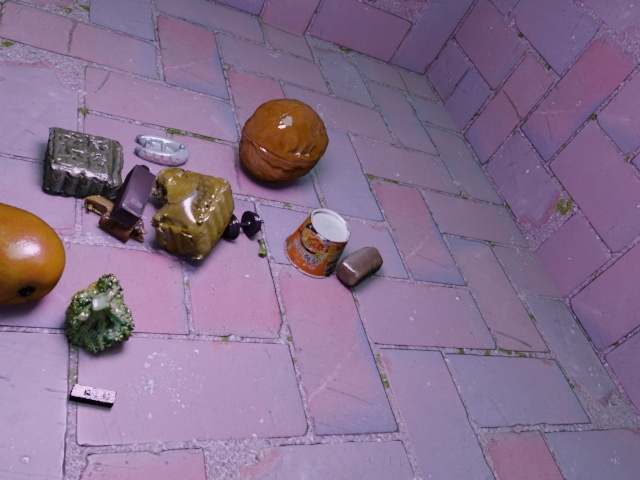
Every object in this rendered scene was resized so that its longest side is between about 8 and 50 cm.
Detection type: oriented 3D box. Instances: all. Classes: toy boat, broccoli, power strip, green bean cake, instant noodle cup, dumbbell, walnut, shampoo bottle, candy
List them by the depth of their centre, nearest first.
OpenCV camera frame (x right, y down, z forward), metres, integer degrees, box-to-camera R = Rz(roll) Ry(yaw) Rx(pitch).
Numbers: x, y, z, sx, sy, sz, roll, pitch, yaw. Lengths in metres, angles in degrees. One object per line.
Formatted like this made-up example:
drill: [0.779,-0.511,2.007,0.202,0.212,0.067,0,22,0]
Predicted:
power strip: [-0.580,0.395,1.448,0.111,0.029,0.038,17,41,-21]
broccoli: [-0.583,0.186,1.521,0.194,0.194,0.220,15,63,-23]
toy boat: [-0.669,-0.068,1.846,0.225,0.068,0.088,33,44,-4]
shampoo bottle: [-0.606,-0.157,1.852,0.080,0.079,0.246,36,36,-29]
green bean cake: [-0.465,-0.114,1.910,0.284,0.202,0.310,12,46,11]
green bean cake: [-0.791,-0.255,1.911,0.254,0.132,0.241,10,40,-28]
dumbbell: [-0.292,-0.057,2.085,0.208,0.099,0.099,-11,56,-42]
instant noodle cup: [0.000,0.000,2.172,0.230,0.182,0.230,21,39,-18]
toy boat: [-0.607,-0.356,2.191,0.207,0.079,0.134,14,40,-22]
candy: [0.157,0.101,2.244,0.104,0.102,0.234,45,40,14]
walnut: [-0.154,-0.406,2.345,0.307,0.354,0.397,33,28,25]

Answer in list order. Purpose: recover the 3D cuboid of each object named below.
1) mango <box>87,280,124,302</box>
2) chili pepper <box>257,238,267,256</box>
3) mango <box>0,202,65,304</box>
mango: [-0.622,0.161,1.644,0.108,0.056,0.074,23,45,-18]
chili pepper: [-0.216,0.026,2.110,0.034,0.030,0.091,-3,44,-6]
mango: [-0.857,0.016,1.505,0.378,0.221,0.263,35,41,17]
